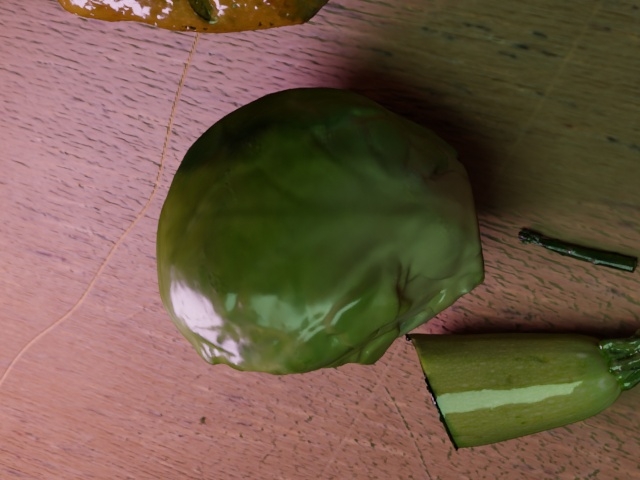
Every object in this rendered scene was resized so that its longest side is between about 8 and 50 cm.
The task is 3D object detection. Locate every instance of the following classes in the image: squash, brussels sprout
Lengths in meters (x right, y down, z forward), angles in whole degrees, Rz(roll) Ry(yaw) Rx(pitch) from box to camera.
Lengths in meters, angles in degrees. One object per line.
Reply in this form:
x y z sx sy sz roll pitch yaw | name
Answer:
0.228 0.158 1.834 0.287 0.137 0.137 -3 118 28 | squash
0.000 0.000 1.750 0.344 0.344 0.268 14 161 21 | brussels sprout

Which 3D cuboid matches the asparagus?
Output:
0.263 0.011 1.788 0.127 0.015 0.018 15 117 20 | asparagus

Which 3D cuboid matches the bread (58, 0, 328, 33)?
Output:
-0.151 -0.344 1.638 0.337 0.148 0.328 7 140 15 | bread
